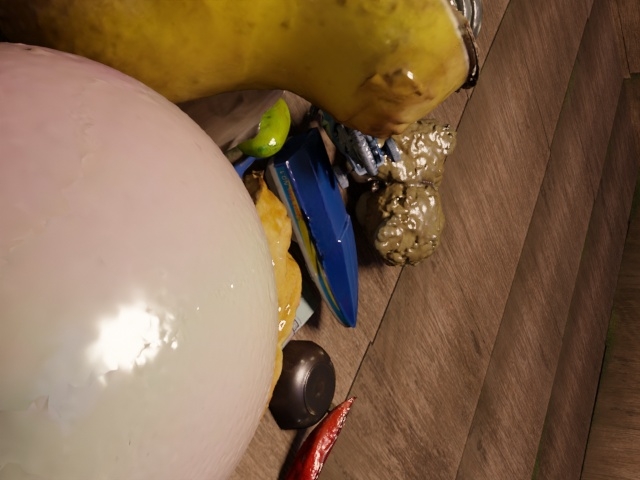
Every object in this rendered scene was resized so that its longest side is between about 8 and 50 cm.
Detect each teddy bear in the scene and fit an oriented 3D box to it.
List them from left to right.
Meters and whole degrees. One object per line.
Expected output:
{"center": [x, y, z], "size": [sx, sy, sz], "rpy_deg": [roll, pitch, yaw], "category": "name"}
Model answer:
{"center": [0.131, -0.080, 1.206], "size": [0.267, 0.156, 0.256], "rpy_deg": [21, 75, -57], "category": "teddy bear"}

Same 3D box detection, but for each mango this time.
{"center": [-0.072, -0.139, 0.919], "size": [0.108, 0.073, 0.056], "rpy_deg": [-99, 175, -53], "category": "mango"}

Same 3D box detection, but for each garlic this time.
{"center": [-0.099, -0.210, 0.842], "size": [0.143, 0.178, 0.229], "rpy_deg": [47, 38, -20], "category": "garlic"}

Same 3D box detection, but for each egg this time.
{"center": [-0.188, 0.051, 0.442], "size": [0.354, 0.340, 0.355], "rpy_deg": [-1, 95, -16], "category": "egg"}

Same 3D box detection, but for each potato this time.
{"center": [-0.104, -0.200, 0.663], "size": [0.296, 0.290, 0.397], "rpy_deg": [-40, 101, -1], "category": "potato"}

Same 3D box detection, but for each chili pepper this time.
{"center": [-0.023, 0.334, 1.046], "size": [0.268, 0.050, 0.059], "rpy_deg": [-63, 170, -15], "category": "chili pepper"}

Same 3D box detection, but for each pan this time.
{"center": [0.003, 0.214, 1.104], "size": [0.202, 0.048, 0.128], "rpy_deg": [11, 85, -55], "category": "pan"}

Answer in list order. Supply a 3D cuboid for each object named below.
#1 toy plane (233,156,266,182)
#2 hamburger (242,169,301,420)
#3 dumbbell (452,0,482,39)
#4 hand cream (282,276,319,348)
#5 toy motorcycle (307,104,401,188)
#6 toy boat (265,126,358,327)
{"center": [-0.112, -0.082, 0.929], "size": [0.062, 0.054, 0.167], "rpy_deg": [50, 46, -11], "category": "toy plane"}
{"center": [-0.136, 0.103, 0.789], "size": [0.209, 0.162, 0.330], "rpy_deg": [62, 40, -40], "category": "hamburger"}
{"center": [0.118, -0.345, 1.156], "size": [0.406, 0.179, 0.179], "rpy_deg": [-28, 114, -54], "category": "dumbbell"}
{"center": [-0.097, 0.151, 0.956], "size": [0.085, 0.058, 0.331], "rpy_deg": [54, 40, -16], "category": "hand cream"}
{"center": [0.039, -0.149, 0.994], "size": [0.136, 0.092, 0.254], "rpy_deg": [63, 4, -4], "category": "toy motorcycle"}
{"center": [0.000, 0.000, 1.045], "size": [0.129, 0.088, 0.295], "rpy_deg": [-69, 142, -62], "category": "toy boat"}
